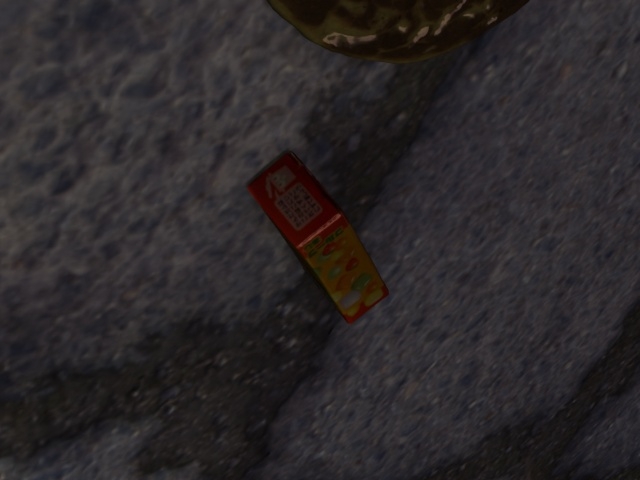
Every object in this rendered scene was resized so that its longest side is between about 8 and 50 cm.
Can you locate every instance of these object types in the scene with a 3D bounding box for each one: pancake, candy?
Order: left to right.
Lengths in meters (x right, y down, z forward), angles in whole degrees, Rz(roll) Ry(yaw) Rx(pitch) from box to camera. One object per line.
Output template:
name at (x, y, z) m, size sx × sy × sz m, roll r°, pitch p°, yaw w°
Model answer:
candy at (0.000, 0.000, 0.910) m, size 0.038 × 0.062 × 0.122 m, roll -38°, pitch 148°, yaw -3°
pancake at (0.073, -0.198, 0.779) m, size 0.250 × 0.031 × 0.250 m, roll -27°, pitch 144°, yaw -22°
